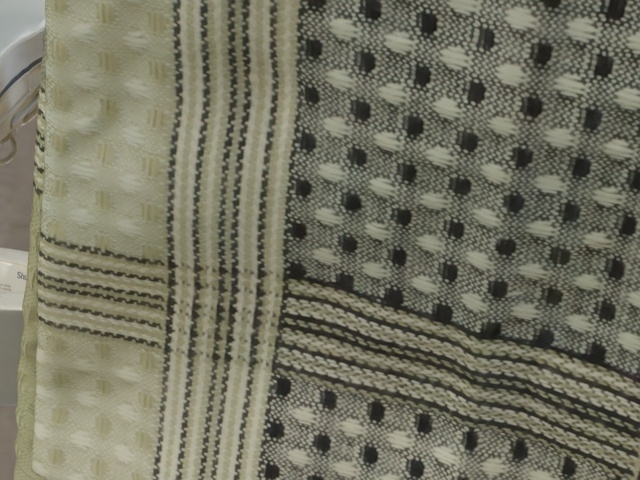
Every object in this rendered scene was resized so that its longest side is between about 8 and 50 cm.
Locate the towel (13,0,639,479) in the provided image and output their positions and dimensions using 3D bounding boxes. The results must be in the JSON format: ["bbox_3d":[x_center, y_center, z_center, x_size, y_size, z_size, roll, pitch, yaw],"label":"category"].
[{"bbox_3d":[0.043,0.026,0.512,0.056,0.312,0.324,-64,166,-52],"label":"towel"}]

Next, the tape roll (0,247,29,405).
[{"bbox_3d":[-0.260,0.058,1.193,0.219,0.219,0.072,-1,103,-48],"label":"tape roll"}]

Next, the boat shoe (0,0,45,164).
[{"bbox_3d":[-0.352,-0.153,1.682,0.367,0.135,0.156,-67,172,-51],"label":"boat shoe"}]
